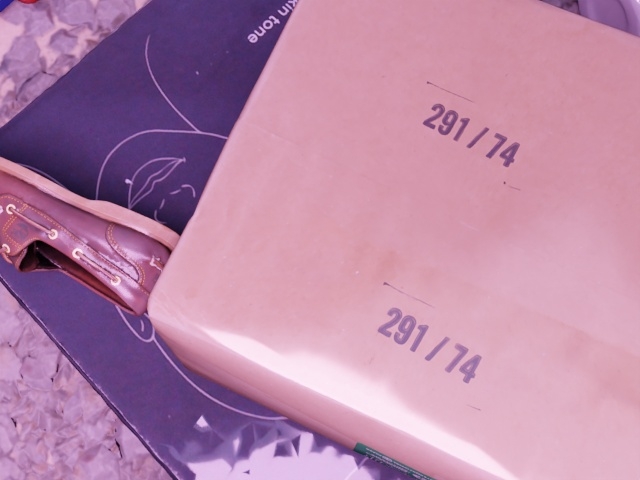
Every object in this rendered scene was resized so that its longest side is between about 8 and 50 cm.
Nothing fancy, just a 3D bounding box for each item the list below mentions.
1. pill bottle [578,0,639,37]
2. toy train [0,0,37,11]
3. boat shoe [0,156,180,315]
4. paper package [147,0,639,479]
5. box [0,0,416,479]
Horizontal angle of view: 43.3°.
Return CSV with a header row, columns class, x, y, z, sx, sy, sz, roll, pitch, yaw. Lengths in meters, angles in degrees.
class,x,y,z,sx,sy,sz,roll,pitch,yaw
pill bottle,0.439,-0.327,0.994,0.216,0.121,0.121,-30,82,-8
toy train,-0.460,-0.291,0.949,0.143,0.105,0.248,41,79,15
boat shoe,-0.211,-0.009,0.614,0.207,0.073,0.073,22,73,9
paper package,0.094,0.001,0.548,0.324,0.168,0.310,23,77,8
box,0.000,0.000,0.788,0.480,0.297,0.472,-43,74,-10
